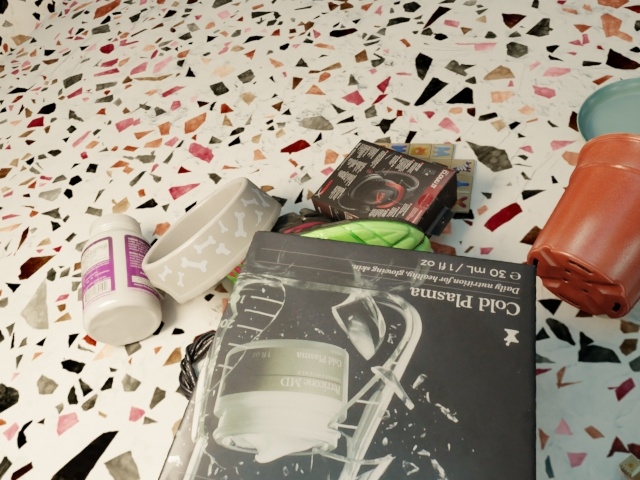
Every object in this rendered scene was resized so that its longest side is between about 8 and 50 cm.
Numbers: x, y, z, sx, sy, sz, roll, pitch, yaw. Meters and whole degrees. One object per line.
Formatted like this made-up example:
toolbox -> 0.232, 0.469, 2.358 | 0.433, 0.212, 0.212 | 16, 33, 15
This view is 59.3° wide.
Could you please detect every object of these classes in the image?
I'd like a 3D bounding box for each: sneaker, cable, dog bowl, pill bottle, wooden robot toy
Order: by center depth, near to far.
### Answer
wooden robot toy -> 0.516, 0.420, 0.855 | 0.079, 0.076, 0.173 | -37, 51, 0
cable -> -0.235, 0.272, 1.195 | 0.151, 0.047, 0.184 | 2, 54, 18
sneaker -> 0.000, 0.000, 1.211 | 0.483, 0.185, 0.202 | -5, 43, 30
dog bowl -> -0.254, -0.010, 1.270 | 0.349, 0.102, 0.348 | -34, 20, 14
pill bottle -> -0.477, 0.081, 1.335 | 0.169, 0.169, 0.301 | -21, 50, -1

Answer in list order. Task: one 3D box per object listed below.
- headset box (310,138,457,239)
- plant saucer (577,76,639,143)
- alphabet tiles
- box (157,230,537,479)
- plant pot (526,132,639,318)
headset box -> 0.163, -0.091, 1.307 | 0.293, 0.110, 0.218 | 25, 63, 30
plant saucer -> 0.778, -0.271, 1.330 | 0.318, 0.043, 0.317 | -8, 52, 10
alphabet tiles -> 0.206, -0.144, 1.415 | 0.343, 0.011, 0.285 | 4, 55, 19
box -> 0.072, 0.271, 0.896 | 0.480, 0.297, 0.471 | 7, 53, 12
plant pot -> 0.552, -0.015, 1.071 | 0.272, 0.272, 0.265 | 32, 75, 33
